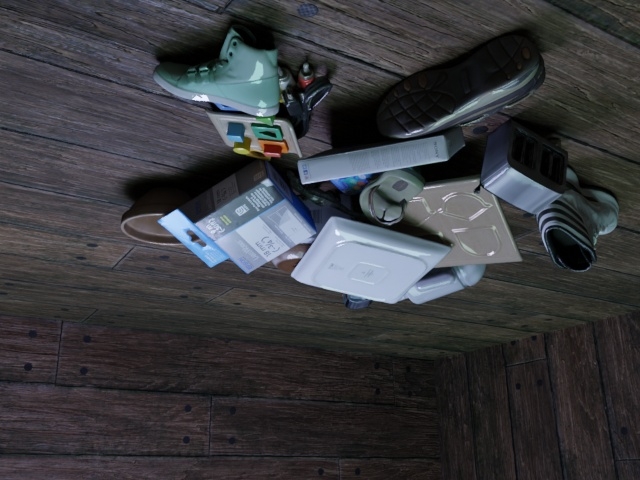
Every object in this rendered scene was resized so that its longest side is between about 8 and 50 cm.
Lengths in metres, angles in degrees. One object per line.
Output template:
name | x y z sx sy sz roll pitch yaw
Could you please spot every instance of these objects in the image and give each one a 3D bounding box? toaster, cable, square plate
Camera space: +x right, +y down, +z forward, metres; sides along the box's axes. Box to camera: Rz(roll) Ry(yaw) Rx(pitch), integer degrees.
toaster | 0.456 -0.162 1.523 0.168 0.185 0.110 26 147 -12
cable | -0.045 -0.292 1.409 0.139 0.072 0.287 -19 171 0
square plate | 0.129 0.075 1.853 0.344 0.049 0.347 14 146 -15

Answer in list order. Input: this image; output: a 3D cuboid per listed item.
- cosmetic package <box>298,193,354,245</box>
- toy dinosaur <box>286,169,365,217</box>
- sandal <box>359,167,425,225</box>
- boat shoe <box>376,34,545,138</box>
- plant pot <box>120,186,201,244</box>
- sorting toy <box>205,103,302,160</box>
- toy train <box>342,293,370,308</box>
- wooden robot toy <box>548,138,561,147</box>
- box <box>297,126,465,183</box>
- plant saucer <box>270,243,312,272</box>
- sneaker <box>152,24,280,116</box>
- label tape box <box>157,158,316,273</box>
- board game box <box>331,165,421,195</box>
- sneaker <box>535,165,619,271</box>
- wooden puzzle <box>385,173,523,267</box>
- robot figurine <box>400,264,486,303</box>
cosmetic package | -0.013 -0.029 1.962 0.224 0.138 0.224 -3 158 6
toy dinosaur | 0.015 -0.113 1.800 0.268 0.064 0.118 22 -176 -17
sandal | 0.157 -0.091 1.598 0.120 0.086 0.303 20 163 -2
boat shoe | 0.276 -0.271 1.328 0.355 0.132 0.130 -16 155 37
plant pot | -0.426 -0.076 1.858 0.237 0.109 0.237 -2 160 -1
sorting toy | -0.144 -0.223 1.473 0.196 0.047 0.347 11 168 9
toy train | 0.126 0.095 2.190 0.142 0.190 0.334 -11 158 -12
wooden robot toy | 0.541 -0.179 1.664 0.076 0.079 0.173 8 158 -23
box | 0.139 -0.191 1.477 0.322 0.058 0.232 -6 -168 21
plant saucer | -0.056 0.059 1.952 0.199 0.036 0.198 0 160 0
sneaker | -0.189 -0.334 1.240 0.256 0.094 0.151 16 125 12
label tape box | -0.214 -0.034 1.743 0.334 0.106 0.240 -30 134 13
board game box | 0.132 -0.177 1.694 0.210 0.047 0.160 -9 159 21
sneaker | 0.699 -0.021 1.844 0.169 0.257 0.447 -19 153 40
wooden puzzle | 0.329 -0.052 1.753 0.322 0.080 0.348 -6 139 32
robot figurine | 0.371 0.076 2.135 0.353 0.300 0.199 -22 108 20
